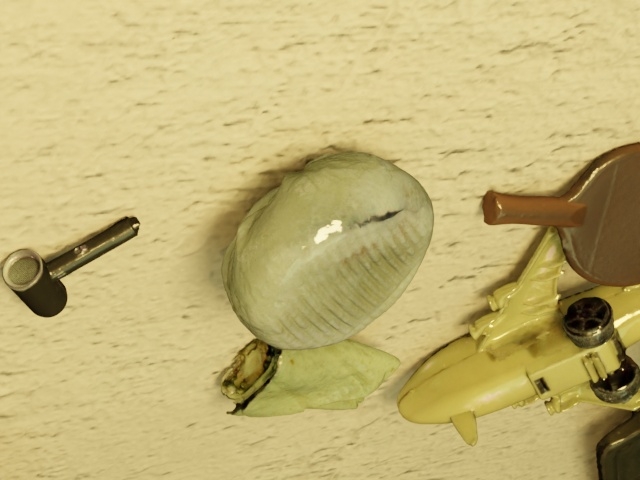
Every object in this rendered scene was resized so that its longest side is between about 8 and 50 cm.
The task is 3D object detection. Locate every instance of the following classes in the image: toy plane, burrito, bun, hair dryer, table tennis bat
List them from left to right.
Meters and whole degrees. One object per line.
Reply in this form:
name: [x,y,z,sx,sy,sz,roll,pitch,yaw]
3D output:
hair dryer: [-0.141,0.010,1.100,0.083,0.026,0.047,-32,152,-1]
burrito: [-0.005,0.093,1.306,0.118,0.044,0.074,3,137,-36]
bun: [0.000,0.000,1.128,0.141,0.083,0.141,-27,152,-16]
toy plane: [0.170,0.077,1.369,0.244,0.092,0.229,-30,134,2]
table tennis bat: [0.204,0.004,1.225,0.170,0.119,0.107,2,115,-23]

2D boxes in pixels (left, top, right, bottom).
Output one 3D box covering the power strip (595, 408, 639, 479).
power strip: [0.369,0.181,1.675,0.257,0.092,0.251,-28,147,-4]
